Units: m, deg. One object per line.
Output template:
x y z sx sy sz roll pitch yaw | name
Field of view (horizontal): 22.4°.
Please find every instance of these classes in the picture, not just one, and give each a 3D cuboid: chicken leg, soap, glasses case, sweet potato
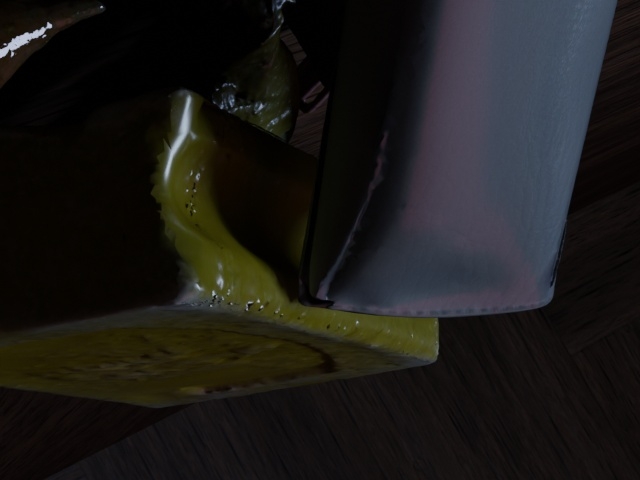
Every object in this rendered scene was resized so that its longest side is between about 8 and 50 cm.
-0.047 -0.073 0.778 0.093 0.070 0.178 -20 163 -22 | chicken leg
-0.077 0.020 0.778 0.199 0.091 0.315 -12 168 19 | soap
0.056 -0.096 0.630 0.128 0.083 0.308 -12 134 -22 | glasses case
-0.128 -0.062 0.561 0.117 0.049 0.049 -23 171 -17 | sweet potato

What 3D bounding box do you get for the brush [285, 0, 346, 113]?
0.010 -0.071 0.842 0.047 0.103 0.233 -20 170 -35 | brush
